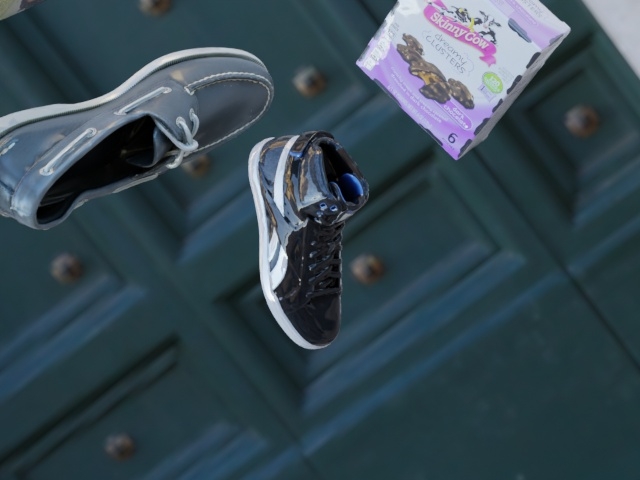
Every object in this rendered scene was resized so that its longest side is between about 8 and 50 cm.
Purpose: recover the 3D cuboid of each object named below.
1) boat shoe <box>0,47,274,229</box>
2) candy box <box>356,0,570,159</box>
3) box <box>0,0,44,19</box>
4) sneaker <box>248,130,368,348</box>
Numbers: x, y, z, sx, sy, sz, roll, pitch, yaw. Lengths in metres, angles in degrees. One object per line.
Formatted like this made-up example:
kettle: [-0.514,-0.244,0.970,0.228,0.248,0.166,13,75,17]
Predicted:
boat shoe: [-0.159,-0.085,1.700,0.319,0.116,0.099,-20,43,-34]
candy box: [0.155,-0.215,2.094,0.070,0.165,0.196,-37,-12,-43]
box: [-0.261,-0.225,1.549,0.087,0.058,0.232,-48,-4,32]
sneaker: [0.000,0.000,1.854,0.079,0.217,0.121,-18,6,-41]
